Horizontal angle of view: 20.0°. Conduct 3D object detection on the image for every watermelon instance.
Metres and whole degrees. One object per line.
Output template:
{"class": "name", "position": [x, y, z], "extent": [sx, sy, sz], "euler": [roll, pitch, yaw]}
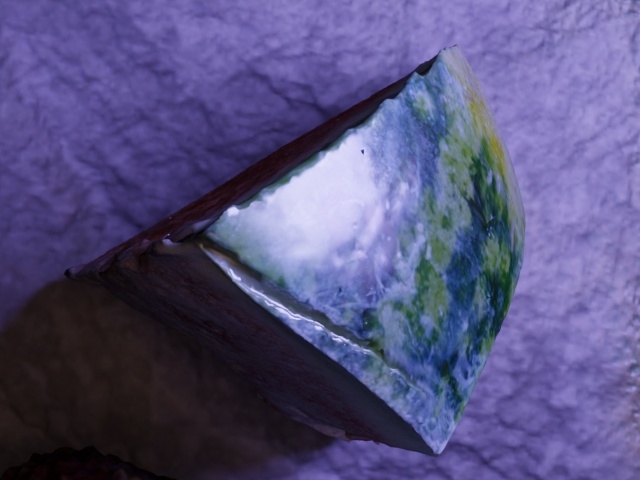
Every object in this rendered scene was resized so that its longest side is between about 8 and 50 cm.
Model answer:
{"class": "watermelon", "position": [0.000, 0.000, 0.960], "extent": [0.193, 0.310, 0.232], "euler": [35, 118, -10]}

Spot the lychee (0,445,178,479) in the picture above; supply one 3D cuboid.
{"class": "lychee", "position": [-0.108, 0.197, 0.931], "extent": [0.188, 0.188, 0.188], "euler": [1, 87, -14]}
